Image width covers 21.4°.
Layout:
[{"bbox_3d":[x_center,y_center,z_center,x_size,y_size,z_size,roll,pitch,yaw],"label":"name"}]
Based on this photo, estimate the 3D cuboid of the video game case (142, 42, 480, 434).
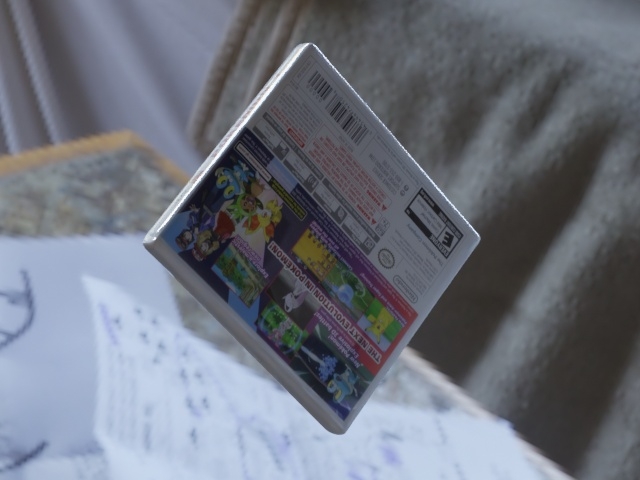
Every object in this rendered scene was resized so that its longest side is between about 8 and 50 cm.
[{"bbox_3d":[0.000,0.000,1.151,0.201,0.183,0.023,47,-24,-26],"label":"video game case"}]
